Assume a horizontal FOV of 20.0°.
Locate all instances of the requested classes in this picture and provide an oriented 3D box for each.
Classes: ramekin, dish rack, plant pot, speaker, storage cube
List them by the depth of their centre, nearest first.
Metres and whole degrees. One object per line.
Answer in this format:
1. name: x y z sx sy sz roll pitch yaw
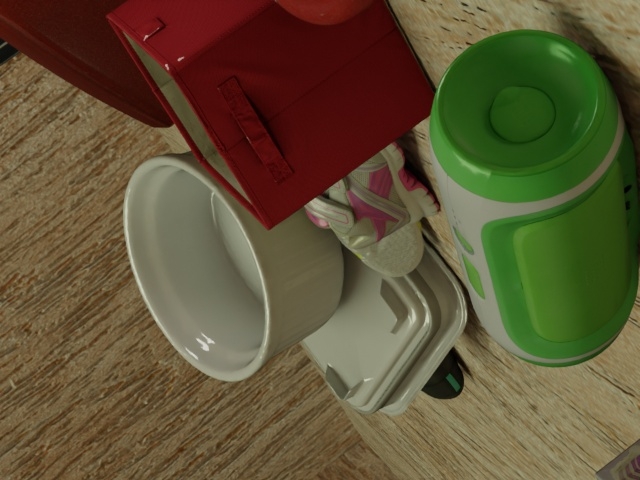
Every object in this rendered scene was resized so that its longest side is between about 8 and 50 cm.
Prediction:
1. speaker: 0.151 -0.020 1.246 0.131 0.131 0.296 50 172 28
2. storage cube: -0.044 -0.160 1.607 0.184 0.193 0.215 58 173 -31
3. plant pot: -0.194 -0.265 1.955 0.236 0.267 0.267 42 175 -11
4. ramekin: -0.097 0.012 2.123 0.277 0.135 0.277 31 133 40
5. dish rack: 0.015 0.040 2.172 0.333 0.072 0.285 53 145 18

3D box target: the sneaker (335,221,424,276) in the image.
1. sneaker: 0.036 -0.073 2.036 0.240 0.091 0.126 55 -169 -10

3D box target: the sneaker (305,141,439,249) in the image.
1. sneaker: 0.026 -0.065 1.826 0.103 0.111 0.252 48 179 40

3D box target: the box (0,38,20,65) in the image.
1. box: -0.429 -0.435 2.429 0.294 0.296 0.183 58 171 -29

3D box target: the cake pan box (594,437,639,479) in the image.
1. cake pan box: 0.380 0.332 1.672 0.246 0.070 0.267 41 165 53

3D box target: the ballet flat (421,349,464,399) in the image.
1. ballet flat: 0.117 0.159 2.509 0.096 0.095 0.280 44 178 -24

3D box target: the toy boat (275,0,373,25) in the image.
1. toy boat: -0.037 -0.238 1.355 0.151 0.151 0.231 52 173 21
